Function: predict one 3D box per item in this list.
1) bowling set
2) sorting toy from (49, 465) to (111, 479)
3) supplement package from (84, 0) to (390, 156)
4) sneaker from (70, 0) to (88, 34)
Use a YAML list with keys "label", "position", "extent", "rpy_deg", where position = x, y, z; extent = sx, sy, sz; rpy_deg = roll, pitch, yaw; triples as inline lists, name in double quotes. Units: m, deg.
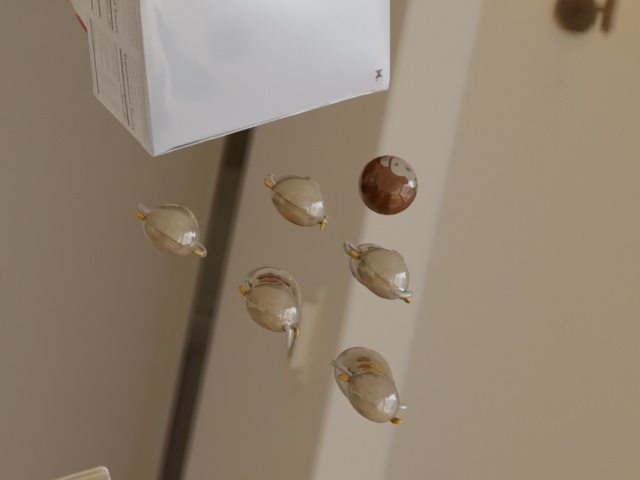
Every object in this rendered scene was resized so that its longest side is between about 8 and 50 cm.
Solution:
- label: "bowling set"
  position: [0.000, 0.000, 1.325]
  extent: [0.287, 0.200, 0.154]
  rpy_deg: [36, 2, -5]
- label: "sorting toy"
  position: [-0.168, 0.183, 0.980]
  extent: [0.083, 0.062, 0.012]
  rpy_deg: [-16, -7, -5]
- label: "supplement package"
  position: [-0.079, -0.229, 1.483]
  extent: [0.262, 0.204, 0.145]
  rpy_deg: [-18, 38, -24]
- label: "sneaker"
  position: [-0.219, -0.296, 1.624]
  extent: [0.221, 0.128, 0.087]
  rpy_deg: [51, 13, 21]
